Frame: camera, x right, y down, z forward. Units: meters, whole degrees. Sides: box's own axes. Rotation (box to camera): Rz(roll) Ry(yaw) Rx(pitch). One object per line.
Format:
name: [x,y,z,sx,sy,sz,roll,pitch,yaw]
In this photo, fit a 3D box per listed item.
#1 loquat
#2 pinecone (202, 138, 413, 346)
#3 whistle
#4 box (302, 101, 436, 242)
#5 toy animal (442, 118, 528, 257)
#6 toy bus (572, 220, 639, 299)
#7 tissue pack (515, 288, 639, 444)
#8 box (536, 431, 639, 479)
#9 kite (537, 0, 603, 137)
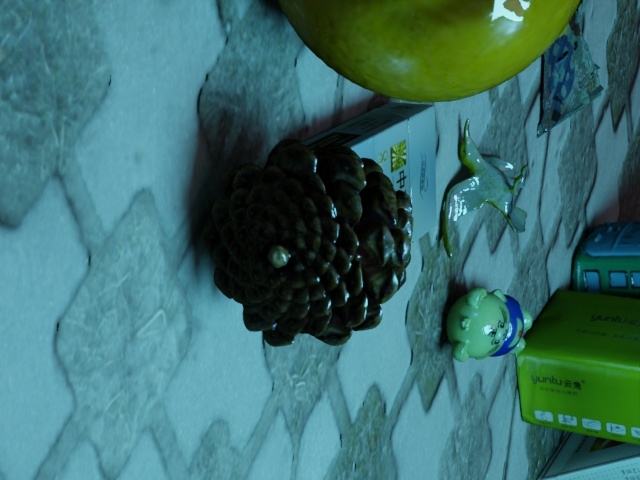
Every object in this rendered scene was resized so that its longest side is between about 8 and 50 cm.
loquat: [0.103,-0.292,1.246,0.328,0.328,0.329,-23,117,-57]
pinecone: [0.000,0.000,1.252,0.207,0.207,0.208,-23,117,-57]
whistle: [0.240,0.119,1.818,0.227,0.085,0.105,10,97,-61]
box: [0.051,-0.055,1.458,0.243,0.067,0.155,-32,126,-53]
toy animal: [0.234,-0.090,1.747,0.219,0.095,0.155,-45,138,-48]
toy bus: [0.600,0.067,2.192,0.183,0.343,0.199,-41,123,-51]
tissue pack: [0.475,0.200,2.059,0.200,0.274,0.167,-44,133,-47]
box: [0.543,0.349,2.166,0.210,0.330,0.095,-40,104,-50]
kite: [0.396,-0.318,2.054,0.406,0.014,0.368,51,54,-53]
